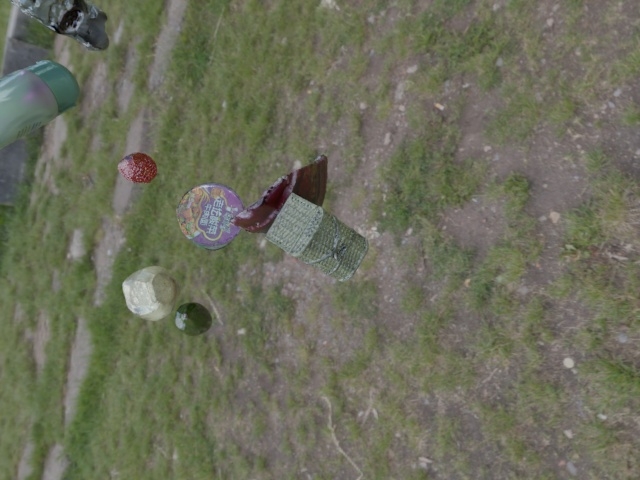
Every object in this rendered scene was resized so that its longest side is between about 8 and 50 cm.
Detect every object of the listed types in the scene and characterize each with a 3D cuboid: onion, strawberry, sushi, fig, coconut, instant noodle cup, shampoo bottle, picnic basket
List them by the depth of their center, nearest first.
[{"bbox_3d":[0.000,0.000,1.136,0.154,0.196,0.134,34,91,45],"label":"picnic basket"},{"bbox_3d":[-0.673,-0.602,1.220,0.130,0.332,0.124,31,95,30],"label":"sushi"},{"bbox_3d":[-0.808,-0.370,1.272,0.222,0.151,0.349,-6,34,32],"label":"shampoo bottle"},{"bbox_3d":[-0.109,-0.086,1.301,0.314,0.280,0.146,-28,98,43],"label":"onion"},{"bbox_3d":[-0.416,0.250,1.498,0.177,0.117,0.117,64,-151,-82],"label":"fig"},{"bbox_3d":[-0.682,-0.277,1.750,0.131,0.148,0.131,-6,58,10],"label":"strawberry"},{"bbox_3d":[-0.639,0.203,1.788,0.224,0.224,0.224,-13,73,49],"label":"coconut"},{"bbox_3d":[-0.420,-0.075,1.825,0.190,0.251,0.251,128,140,-70],"label":"instant noodle cup"}]
